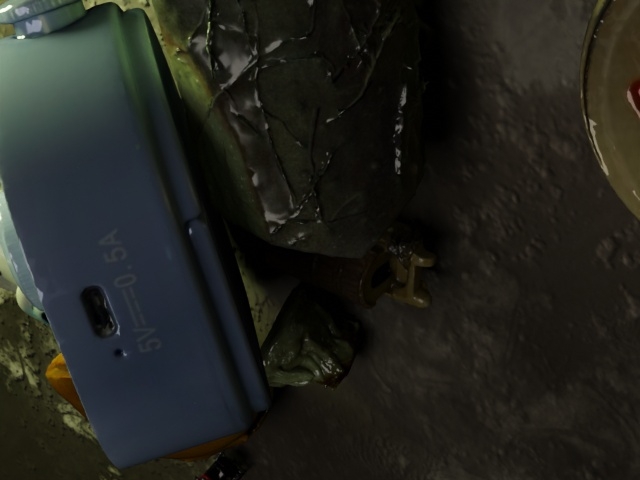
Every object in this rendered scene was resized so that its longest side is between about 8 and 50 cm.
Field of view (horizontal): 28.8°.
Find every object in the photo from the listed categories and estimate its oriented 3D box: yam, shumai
[{"bbox_3d":[-0.018,-0.132,0.952,0.201,0.202,0.271,-2,116,2],"label":"yam"},{"bbox_3d":[-0.010,0.103,1.186,0.087,0.099,0.124,27,159,-2],"label":"shumai"}]

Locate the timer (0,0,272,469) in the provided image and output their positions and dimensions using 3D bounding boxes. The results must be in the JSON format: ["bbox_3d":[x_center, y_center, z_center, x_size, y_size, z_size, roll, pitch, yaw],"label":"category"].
[{"bbox_3d":[-0.180,-0.028,1.047,0.395,0.173,0.395,162,90,-89],"label":"timer"}]

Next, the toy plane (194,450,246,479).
[{"bbox_3d":[-0.124,0.277,1.417,0.037,0.060,0.145,45,153,8],"label":"toy plane"}]

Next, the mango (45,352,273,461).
[{"bbox_3d":[-0.155,0.154,1.311,0.236,0.136,0.166,-6,127,38],"label":"mango"}]

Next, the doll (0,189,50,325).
[{"bbox_3d":[-0.311,0.024,1.377,0.180,0.107,0.110,40,116,16],"label":"doll"}]

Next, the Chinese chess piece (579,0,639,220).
[{"bbox_3d":[0.285,-0.096,0.776,0.249,0.103,0.250,22,128,32],"label":"Chinese chess piece"}]

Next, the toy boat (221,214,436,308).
[{"bbox_3d":[0.000,0.000,1.101,0.226,0.088,0.068,22,130,29],"label":"toy boat"}]
